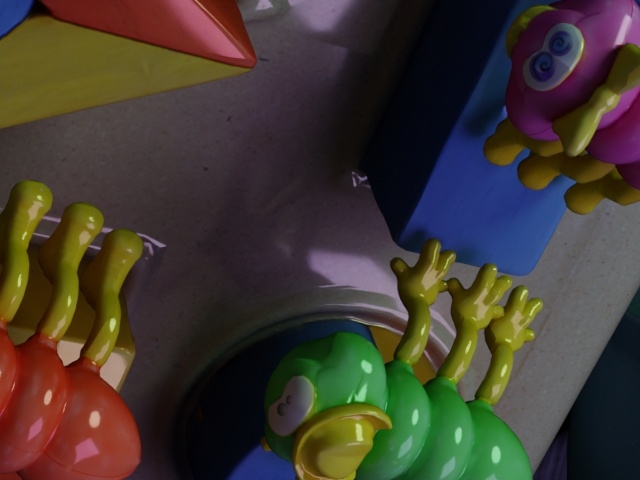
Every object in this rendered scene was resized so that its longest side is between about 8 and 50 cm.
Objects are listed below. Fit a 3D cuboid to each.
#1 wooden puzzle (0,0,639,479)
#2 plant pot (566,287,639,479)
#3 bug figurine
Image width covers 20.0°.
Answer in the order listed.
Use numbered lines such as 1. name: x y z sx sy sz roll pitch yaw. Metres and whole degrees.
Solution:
1. wooden puzzle: -0.029 -0.003 0.551 0.348 0.080 0.322 10 120 -26
2. plant pot: 0.256 0.082 0.955 0.293 0.293 0.196 -32 119 -25
3. bug figurine: 0.004 -0.015 0.466 0.216 0.072 0.279 24 114 -27
